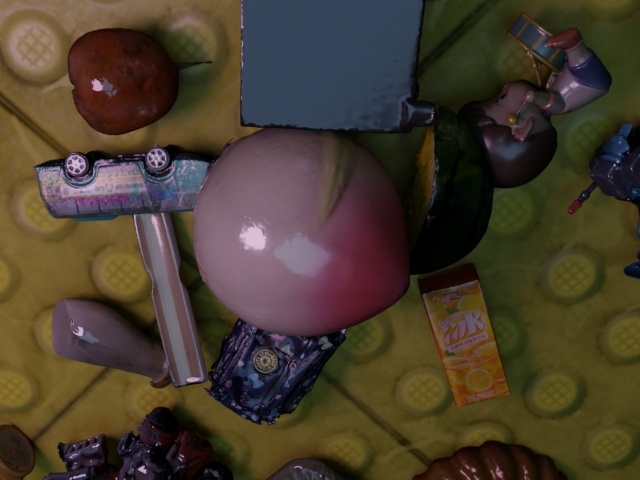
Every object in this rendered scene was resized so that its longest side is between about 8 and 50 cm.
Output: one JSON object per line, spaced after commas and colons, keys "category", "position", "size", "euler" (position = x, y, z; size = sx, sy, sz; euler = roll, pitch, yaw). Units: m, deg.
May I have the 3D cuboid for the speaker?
{"category": "speaker", "position": [0.023, -0.274, 0.961], "size": [0.254, 0.184, 0.232], "euler": [2, 113, -3]}

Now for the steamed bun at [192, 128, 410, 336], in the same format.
{"category": "steamed bun", "position": [0.000, 0.000, 0.992], "size": [0.309, 0.309, 0.309], "euler": [0, 113, 1]}

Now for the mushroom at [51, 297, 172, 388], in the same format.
{"category": "mushroom", "position": [-0.336, 0.167, 1.213], "size": [0.225, 0.093, 0.116], "euler": [18, 127, -16]}

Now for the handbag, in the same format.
{"category": "handbag", "position": [-0.073, 0.183, 1.196], "size": [0.162, 0.113, 0.260], "euler": [30, 103, -16]}

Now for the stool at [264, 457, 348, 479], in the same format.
{"category": "stool", "position": [-0.027, 0.595, 1.287], "size": [0.310, 0.226, 0.310], "euler": [39, 116, -5]}

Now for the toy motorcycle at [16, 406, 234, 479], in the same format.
{"category": "toy motorcycle", "position": [-0.359, 0.398, 1.276], "size": [0.401, 0.134, 0.207], "euler": [-7, 113, -4]}

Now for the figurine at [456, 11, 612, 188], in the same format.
{"category": "figurine", "position": [0.269, -0.172, 1.021], "size": [0.158, 0.161, 0.275], "euler": [40, 109, 11]}

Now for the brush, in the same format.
{"category": "brush", "position": [-0.239, 0.075, 1.172], "size": [0.060, 0.050, 0.321], "euler": [-11, 98, 4]}

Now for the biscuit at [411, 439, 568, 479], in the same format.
{"category": "biscuit", "position": [0.311, 0.522, 1.340], "size": [0.326, 0.107, 0.325], "euler": [0, 110, 1]}

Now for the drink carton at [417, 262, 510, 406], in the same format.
{"category": "drink carton", "position": [0.236, 0.156, 1.199], "size": [0.096, 0.071, 0.222], "euler": [-17, 111, 9]}

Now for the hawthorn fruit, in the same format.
{"category": "hawthorn fruit", "position": [-0.261, -0.228, 1.008], "size": [0.189, 0.149, 0.149], "euler": [-21, 111, 11]}

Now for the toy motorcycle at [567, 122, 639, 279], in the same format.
{"category": "toy motorcycle", "position": [0.497, -0.042, 1.090], "size": [0.182, 0.123, 0.272], "euler": [-47, 108, -4]}

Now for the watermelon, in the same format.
{"category": "watermelon", "position": [0.160, -0.038, 1.042], "size": [0.123, 0.129, 0.301], "euler": [-12, 144, -22]}

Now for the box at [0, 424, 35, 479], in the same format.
{"category": "box", "position": [-0.553, 0.377, 1.292], "size": [0.037, 0.105, 0.105], "euler": [-35, 108, 8]}

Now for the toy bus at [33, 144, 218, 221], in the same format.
{"category": "toy bus", "position": [-0.283, -0.088, 1.090], "size": [0.262, 0.091, 0.109], "euler": [-3, 104, 4]}
